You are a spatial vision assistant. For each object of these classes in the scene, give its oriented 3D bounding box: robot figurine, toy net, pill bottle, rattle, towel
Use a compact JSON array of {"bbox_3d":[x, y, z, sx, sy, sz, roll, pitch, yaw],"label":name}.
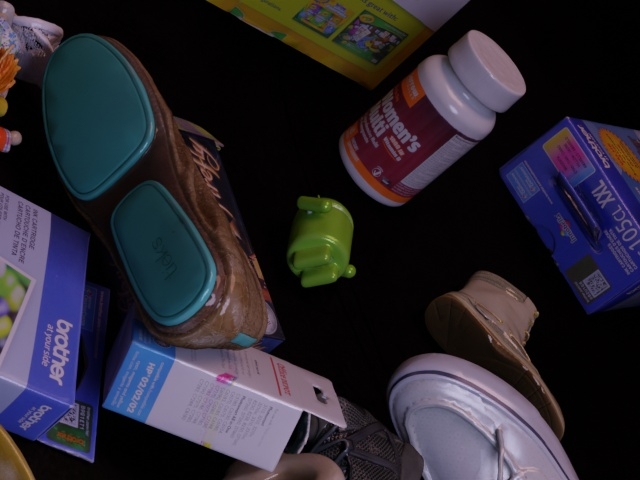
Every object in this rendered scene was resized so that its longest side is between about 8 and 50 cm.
[{"bbox_3d":[0.000,0.000,1.289,0.115,0.067,0.101,-80,151,-55],"label":"robot figurine"},{"bbox_3d":[-0.300,-0.227,1.086,0.232,0.122,0.045,38,51,-13],"label":"toy net"},{"bbox_3d":[0.136,-0.149,1.492,0.121,0.221,0.121,34,32,-25],"label":"pill bottle"},{"bbox_3d":[-0.025,0.232,0.988,0.143,0.130,0.200,56,1,-11],"label":"rattle"},{"bbox_3d":[-0.146,-0.116,1.262,0.083,0.009,0.060,12,21,-48],"label":"towel"}]

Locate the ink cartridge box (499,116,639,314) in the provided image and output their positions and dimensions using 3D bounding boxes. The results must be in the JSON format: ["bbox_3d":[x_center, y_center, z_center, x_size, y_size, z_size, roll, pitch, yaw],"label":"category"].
[{"bbox_3d":[0.449,-0.037,1.873,0.395,0.151,0.270,-3,58,-53],"label":"ink cartridge box"}]

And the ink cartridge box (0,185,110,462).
[{"bbox_3d":[-0.276,0.025,0.892,0.311,0.065,0.186,33,34,-31],"label":"ink cartridge box"}]

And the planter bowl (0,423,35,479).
[{"bbox_3d":[-0.269,0.174,0.692,0.217,0.090,0.217,34,34,-26],"label":"planter bowl"}]

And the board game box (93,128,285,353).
[{"bbox_3d":[-0.138,-0.009,1.136,0.165,0.042,0.243,14,45,-46],"label":"board game box"}]

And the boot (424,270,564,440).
[{"bbox_3d":[0.227,0.134,1.440,0.213,0.077,0.165,51,27,7],"label":"boot"}]

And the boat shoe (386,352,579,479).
[{"bbox_3d":[0.178,0.282,1.162,0.367,0.135,0.156,54,31,-12],"label":"boat shoe"}]

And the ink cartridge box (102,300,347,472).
[{"bbox_3d":[-0.078,0.121,0.969,0.181,0.062,0.104,23,11,-13],"label":"ink cartridge box"}]

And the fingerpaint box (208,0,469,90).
[{"bbox_3d":[0.020,-0.434,1.514,0.444,0.371,0.163,21,40,-39],"label":"fingerpaint box"}]

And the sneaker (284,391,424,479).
[{"bbox_3d":[0.015,0.216,1.044,0.130,0.087,0.227,43,27,-9],"label":"sneaker"}]

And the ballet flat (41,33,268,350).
[{"bbox_3d":[-0.132,-0.034,1.011,0.124,0.116,0.342,39,12,-52],"label":"ballet flat"}]

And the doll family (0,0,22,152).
[{"bbox_3d":[-0.332,-0.169,0.976,0.263,0.118,0.163,34,33,-27],"label":"doll family"}]
